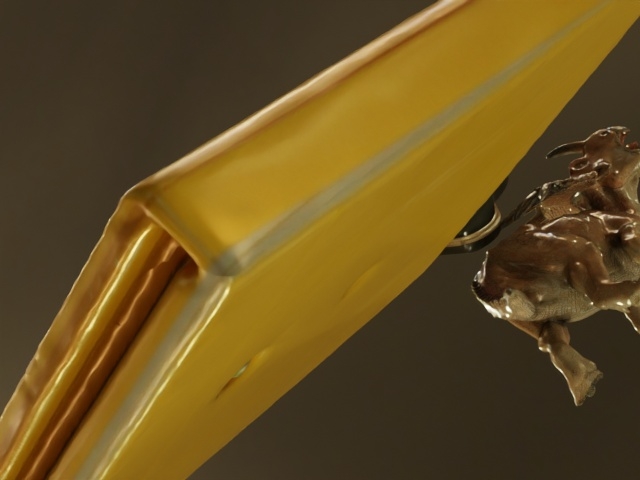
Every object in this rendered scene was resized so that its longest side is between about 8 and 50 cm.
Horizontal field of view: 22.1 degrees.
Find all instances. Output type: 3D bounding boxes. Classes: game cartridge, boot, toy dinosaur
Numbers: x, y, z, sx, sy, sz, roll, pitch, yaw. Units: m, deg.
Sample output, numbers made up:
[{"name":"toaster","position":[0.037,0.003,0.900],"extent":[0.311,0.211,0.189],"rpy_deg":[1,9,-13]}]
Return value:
[{"name":"game cartridge","position":[0.000,0.000,0.682],"extent":[0.324,0.053,0.285],"rpy_deg":[-39,170,-42]},{"name":"boot","position":[0.111,-0.082,1.369],"extent":[0.077,0.137,0.198],"rpy_deg":[-3,-155,11]},{"name":"toy dinosaur","position":[0.197,0.017,1.346],"extent":[0.200,0.296,0.127],"rpy_deg":[37,-53,31]}]
